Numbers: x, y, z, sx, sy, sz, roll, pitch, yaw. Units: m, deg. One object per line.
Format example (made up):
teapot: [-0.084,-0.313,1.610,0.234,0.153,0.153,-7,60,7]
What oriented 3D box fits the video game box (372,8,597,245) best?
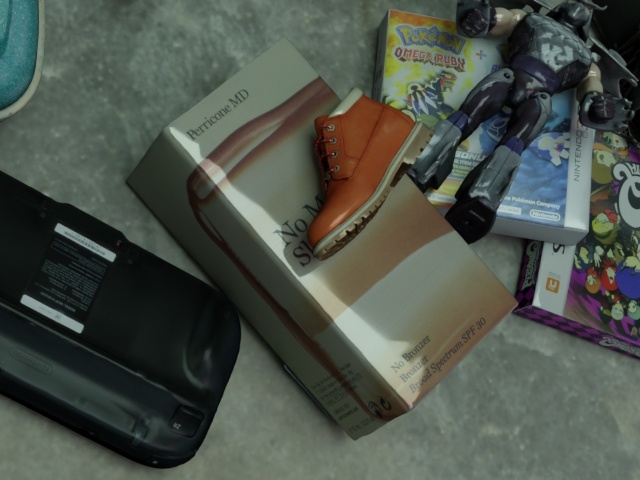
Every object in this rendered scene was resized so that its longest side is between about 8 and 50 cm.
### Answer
video game box: [0.147,-0.103,1.507,0.205,0.048,0.187,9,68,-9]

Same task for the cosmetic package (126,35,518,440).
cosmetic package: [0.000,0.000,1.373,0.296,0.129,0.153,47,63,0]

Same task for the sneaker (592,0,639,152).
sneaker: [0.309,-0.176,1.581,0.118,0.083,0.222,-29,78,-42]

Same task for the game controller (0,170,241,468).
game controller: [-0.213,0.051,1.322,0.319,0.067,0.166,30,51,-15]

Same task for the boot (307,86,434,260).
boot: [0.018,-0.054,1.297,0.084,0.059,0.158,37,53,-3]

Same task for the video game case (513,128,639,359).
video game case: [0.305,0.006,1.575,0.232,0.042,0.210,21,68,-18]

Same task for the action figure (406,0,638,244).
action figure: [0.174,-0.126,1.444,0.185,0.099,0.285,31,64,11]

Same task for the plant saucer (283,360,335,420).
plant saucer: [0.047,0.071,1.452,0.067,0.018,0.192,48,62,-5]

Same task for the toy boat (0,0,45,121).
toy boat: [-0.251,-0.229,1.324,0.318,0.148,0.267,-12,81,-27]
